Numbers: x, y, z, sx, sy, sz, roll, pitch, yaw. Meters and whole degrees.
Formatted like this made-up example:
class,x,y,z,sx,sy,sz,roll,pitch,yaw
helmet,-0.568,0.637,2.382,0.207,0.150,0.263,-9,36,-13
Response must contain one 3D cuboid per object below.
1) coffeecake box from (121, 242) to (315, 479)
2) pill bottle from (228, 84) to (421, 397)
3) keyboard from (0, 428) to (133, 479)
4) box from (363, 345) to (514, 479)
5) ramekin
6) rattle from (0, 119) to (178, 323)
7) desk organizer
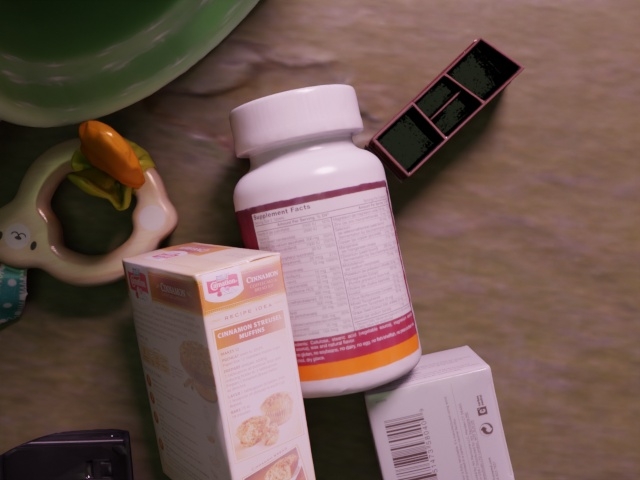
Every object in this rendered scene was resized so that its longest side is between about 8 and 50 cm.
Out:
class,x,y,z,sx,sy,sz,roll,pitch,yaw
coffeecake box,-0.079,0.100,0.526,0.068,0.142,0.185,-15,101,-33
pill bottle,0.000,0.000,0.546,0.121,0.121,0.221,-12,92,1
keyboard,-0.171,0.322,0.608,0.202,0.033,0.317,-3,94,6
box,0.092,0.151,0.569,0.102,0.087,0.101,-13,93,0
ramekin,-0.145,-0.233,0.454,0.303,0.303,0.148,-43,84,2
rattle,-0.218,-0.003,0.542,0.200,0.143,0.130,-25,107,-4
desk organizer,0.101,-0.109,0.575,0.130,0.050,0.047,-43,92,2
